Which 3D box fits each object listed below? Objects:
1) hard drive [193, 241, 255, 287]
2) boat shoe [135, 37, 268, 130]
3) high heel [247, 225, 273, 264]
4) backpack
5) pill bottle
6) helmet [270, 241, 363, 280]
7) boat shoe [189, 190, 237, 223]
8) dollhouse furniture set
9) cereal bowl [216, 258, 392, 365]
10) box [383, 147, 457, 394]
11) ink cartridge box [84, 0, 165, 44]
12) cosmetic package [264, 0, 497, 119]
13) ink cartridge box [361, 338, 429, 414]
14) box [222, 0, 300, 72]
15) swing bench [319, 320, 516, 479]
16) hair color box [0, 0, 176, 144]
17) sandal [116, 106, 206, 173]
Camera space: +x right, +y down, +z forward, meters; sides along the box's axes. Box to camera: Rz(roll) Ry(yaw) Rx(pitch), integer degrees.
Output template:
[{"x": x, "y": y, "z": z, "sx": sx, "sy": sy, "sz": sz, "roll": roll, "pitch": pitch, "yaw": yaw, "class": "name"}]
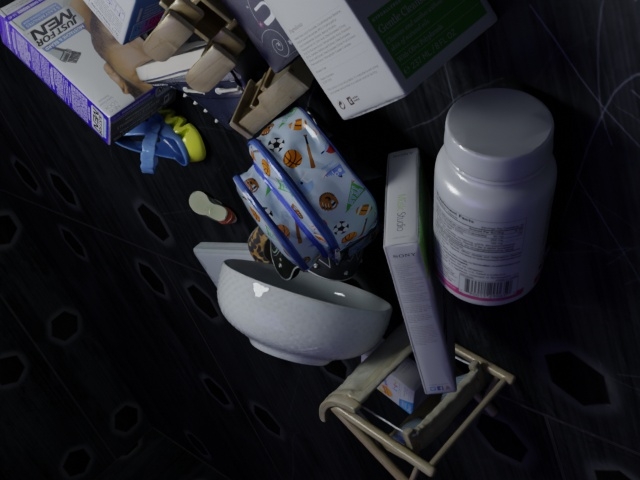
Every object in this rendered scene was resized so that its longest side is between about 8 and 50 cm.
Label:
[{"x": -0.175, "y": 0.094, "z": 2.194, "sx": 0.307, "sy": 0.040, "sz": 0.203, "roll": 0, "pitch": 126, "yaw": 56, "class": "hard drive"}, {"x": -0.208, "y": -0.274, "z": 1.648, "sx": 0.340, "sy": 0.127, "sz": 0.158, "roll": 6, "pitch": 123, "yaw": 53, "class": "boat shoe"}, {"x": -0.066, "y": 0.005, "z": 1.849, "sx": 0.186, "sy": 0.093, "sz": 0.261, "roll": 18, "pitch": 135, "yaw": 48, "class": "high heel"}, {"x": -0.020, "y": -0.087, "z": 1.471, "sx": 0.276, "sy": 0.213, "sz": 0.263, "roll": 46, "pitch": 169, "yaw": 11, "class": "backpack"}, {"x": 0.233, "y": -0.056, "z": 1.235, "sx": 0.160, "sy": 0.160, "sz": 0.283, "roll": 33, "pitch": 149, "yaw": 29, "class": "pill bottle"}, {"x": 0.000, "y": 0.000, "z": 1.666, "sx": 0.169, "sy": 0.169, "sz": 0.161, "roll": 53, "pitch": 141, "yaw": -10, "class": "helmet"}, {"x": -0.246, "y": -0.073, "z": 2.076, "sx": 0.137, "sy": 0.049, "sz": 0.043, "roll": 27, "pitch": -175, "yaw": 37, "class": "boat shoe"}, {"x": -0.144, "y": -0.296, "z": 1.395, "sx": 0.242, "sy": 0.212, "sz": 0.161, "roll": 36, "pitch": 139, "yaw": -21, "class": "dollhouse furniture set"}, {"x": -0.041, "y": 0.146, "z": 1.733, "sx": 0.338, "sy": 0.141, "sz": 0.339, "roll": 15, "pitch": -176, "yaw": -1, "class": "cereal bowl"}, {"x": 0.160, "y": 0.051, "z": 1.435, "sx": 0.058, "sy": 0.232, "sz": 0.322, "roll": -8, "pitch": 128, "yaw": 12, "class": "box"}, {"x": -0.313, "y": -0.531, "z": 1.441, "sx": 0.270, "sy": 0.151, "sz": 0.395, "roll": 50, "pitch": 155, "yaw": 1, "class": "ink cartridge box"}, {"x": 0.024, "y": -0.358, "z": 1.114, "sx": 0.366, "sy": 0.197, "sz": 0.155, "roll": 54, "pitch": 153, "yaw": -14, "class": "cosmetic package"}, {"x": 0.143, "y": 0.273, "z": 1.923, "sx": 0.181, "sy": 0.061, "sz": 0.104, "roll": 35, "pitch": 150, "yaw": 26, "class": "ink cartridge box"}, {"x": -0.059, "y": -0.386, "z": 1.260, "sx": 0.247, "sy": 0.142, "sz": 0.163, "roll": 52, "pitch": 154, "yaw": -8, "class": "box"}, {"x": 0.173, "y": 0.289, "z": 1.684, "sx": 0.254, "sy": 0.253, "sz": 0.165, "roll": 38, "pitch": 152, "yaw": 19, "class": "swing bench"}, {"x": -0.471, "y": -0.375, "z": 1.854, "sx": 0.339, "sy": 0.185, "sz": 0.110, "roll": 43, "pitch": 152, "yaw": 10, "class": "hair color box"}, {"x": -0.395, "y": -0.255, "z": 1.956, "sx": 0.317, "sy": 0.138, "sz": 0.126, "roll": 41, "pitch": 155, "yaw": 20, "class": "sandal"}]
